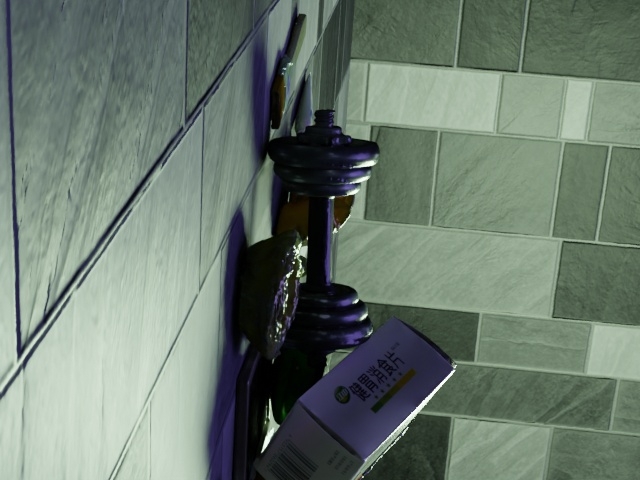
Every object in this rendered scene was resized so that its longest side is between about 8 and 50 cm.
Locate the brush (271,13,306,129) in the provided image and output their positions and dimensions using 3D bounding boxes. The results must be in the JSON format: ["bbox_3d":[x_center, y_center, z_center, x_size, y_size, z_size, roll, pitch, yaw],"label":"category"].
[{"bbox_3d":[-0.048,-0.291,2.084,0.336,0.020,0.085,-79,173,-55],"label":"brush"}]

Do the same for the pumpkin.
[{"bbox_3d":[-0.004,-0.047,2.262,0.254,0.131,0.149,-82,175,-45],"label":"pumpkin"}]

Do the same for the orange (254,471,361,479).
[{"bbox_3d":[-0.027,0.411,2.168,0.240,0.171,0.240,20,90,-78],"label":"orange"}]

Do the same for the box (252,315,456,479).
[{"bbox_3d":[0.062,0.277,2.040,0.333,0.145,0.173,-36,164,-51],"label":"box"}]

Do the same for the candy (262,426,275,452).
[{"bbox_3d":[-0.094,0.405,2.276,0.088,0.038,0.136,-55,146,-54],"label":"candy"}]

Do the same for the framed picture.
[{"bbox_3d":[-0.104,0.263,2.041,0.324,0.020,0.240,-72,166,-72],"label":"framed picture"}]

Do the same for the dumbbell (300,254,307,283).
[{"bbox_3d":[-0.049,0.070,2.319,0.046,0.052,0.118,63,17,-21],"label":"dumbbell"}]

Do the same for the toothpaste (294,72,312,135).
[{"bbox_3d":[-0.028,-0.248,2.375,0.218,0.033,0.052,-86,-177,-58],"label":"toothpaste"}]

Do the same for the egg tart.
[{"bbox_3d":[-0.075,0.077,1.821,0.197,0.078,0.197,7,90,-85],"label":"egg tart"}]

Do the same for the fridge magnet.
[{"bbox_3d":[-0.035,0.214,2.159,0.208,0.088,0.208,13,90,-81],"label":"fridge magnet"}]

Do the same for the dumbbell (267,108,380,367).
[{"bbox_3d":[0.000,0.000,1.982,0.179,0.179,0.406,-63,155,-79],"label":"dumbbell"}]
